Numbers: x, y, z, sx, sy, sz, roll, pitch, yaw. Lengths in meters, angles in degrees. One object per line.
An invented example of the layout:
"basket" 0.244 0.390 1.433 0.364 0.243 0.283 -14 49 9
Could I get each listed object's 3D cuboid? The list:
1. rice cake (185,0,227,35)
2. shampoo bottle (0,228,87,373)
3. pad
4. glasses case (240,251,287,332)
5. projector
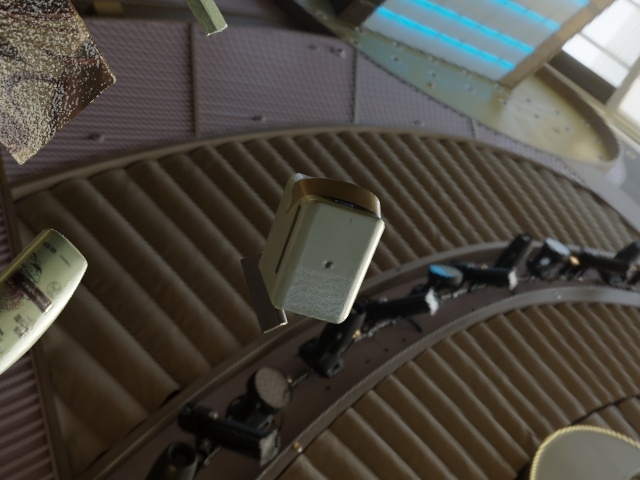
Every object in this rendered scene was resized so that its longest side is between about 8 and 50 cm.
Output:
"rice cake" -0.298 -0.579 1.765 0.237 0.043 0.127 56 -165 -17
"shampoo bottle" -0.581 0.147 1.431 0.134 0.078 0.359 52 -126 -26
"pad" -0.444 -0.284 1.124 0.004 0.330 0.220 30 -111 31
"glasses case" -0.138 0.125 1.879 0.042 0.072 0.190 -2 -107 -60
"projector" 0.000 0.000 1.366 0.163 0.242 0.177 15 -163 -19
